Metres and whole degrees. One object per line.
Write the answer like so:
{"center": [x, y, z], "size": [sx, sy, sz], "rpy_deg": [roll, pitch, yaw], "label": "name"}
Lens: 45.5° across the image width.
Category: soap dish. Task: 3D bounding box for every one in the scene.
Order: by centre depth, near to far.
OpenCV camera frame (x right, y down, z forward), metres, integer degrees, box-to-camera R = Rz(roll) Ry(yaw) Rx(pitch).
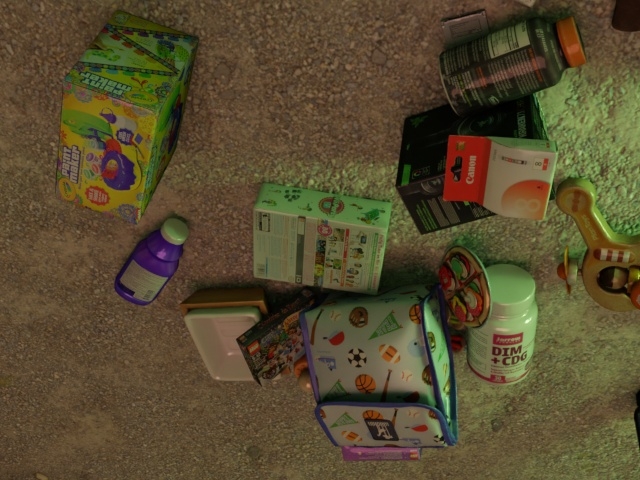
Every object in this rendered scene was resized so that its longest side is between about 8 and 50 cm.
{"center": [-0.218, 0.247, 2.032], "size": [0.229, 0.118, 0.290], "rpy_deg": [-4, 130, 15], "label": "soap dish"}

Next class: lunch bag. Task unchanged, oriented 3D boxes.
{"center": [0.150, 0.320, 1.841], "size": [0.328, 0.239, 0.385], "rpy_deg": [-6, 100, 23], "label": "lunch bag"}

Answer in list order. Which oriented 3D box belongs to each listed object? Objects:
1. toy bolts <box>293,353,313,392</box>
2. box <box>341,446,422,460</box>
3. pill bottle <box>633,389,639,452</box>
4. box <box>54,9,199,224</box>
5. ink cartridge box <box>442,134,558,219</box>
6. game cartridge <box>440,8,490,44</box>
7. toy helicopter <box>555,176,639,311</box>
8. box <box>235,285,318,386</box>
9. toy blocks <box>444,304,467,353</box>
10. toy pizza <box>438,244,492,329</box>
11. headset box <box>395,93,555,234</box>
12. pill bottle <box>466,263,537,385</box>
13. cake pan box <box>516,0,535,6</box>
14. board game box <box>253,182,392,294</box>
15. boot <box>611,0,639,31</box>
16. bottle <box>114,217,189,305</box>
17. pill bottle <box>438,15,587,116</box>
{"center": [0.036, 0.391, 2.081], "size": [0.229, 0.158, 0.218], "rpy_deg": [10, 133, 3], "label": "toy bolts"}
{"center": [0.184, 0.484, 2.047], "size": [0.201, 0.293, 0.057], "rpy_deg": [-5, 108, 17], "label": "box"}
{"center": [0.873, 0.486, 1.953], "size": [0.123, 0.219, 0.122], "rpy_deg": [6, 133, 7], "label": "pill bottle"}
{"center": [-0.384, -0.243, 1.511], "size": [0.177, 0.279, 0.289], "rpy_deg": [19, 133, -5], "label": "box"}
{"center": [0.306, -0.109, 1.316], "size": [0.180, 0.045, 0.145], "rpy_deg": [3, 130, 6], "label": "ink cartridge box"}
{"center": [0.270, -0.393, 1.417], "size": [0.083, 0.017, 0.056], "rpy_deg": [-9, 126, 19], "label": "game cartridge"}
{"center": [0.603, 0.016, 1.671], "size": [0.235, 0.140, 0.355], "rpy_deg": [-20, 115, 38], "label": "toy helicopter"}
{"center": [-0.091, 0.245, 1.947], "size": [0.044, 0.233, 0.159], "rpy_deg": [33, 150, 43], "label": "box"}
{"center": [0.349, 0.231, 1.940], "size": [0.148, 0.054, 0.123], "rpy_deg": [17, 117, -28], "label": "toy blocks"}
{"center": [0.325, 0.109, 1.751], "size": [0.032, 0.201, 0.201], "rpy_deg": [-13, 137, -21], "label": "toy pizza"}
{"center": [0.288, -0.161, 1.469], "size": [0.283, 0.246, 0.131], "rpy_deg": [-16, 126, 25], "label": "headset box"}
{"center": [0.433, 0.202, 1.825], "size": [0.161, 0.160, 0.283], "rpy_deg": [1, 132, 11], "label": "pill bottle"}
{"center": [0.297, -0.541, 1.243], "size": [0.246, 0.070, 0.266], "rpy_deg": [23, 133, -6], "label": "cake pan box"}
{"center": [0.000, 0.000, 1.777], "size": [0.304, 0.097, 0.224], "rpy_deg": [10, 134, 5], "label": "board game box"}
{"center": [0.611, -0.455, 1.264], "size": [0.249, 0.090, 0.206], "rpy_deg": [-6, 142, 15], "label": "boot"}
{"center": [-0.418, 0.052, 1.912], "size": [0.118, 0.092, 0.283], "rpy_deg": [29, 131, -15], "label": "bottle"}
{"center": [0.350, -0.322, 1.386], "size": [0.246, 0.130, 0.130], "rpy_deg": [-16, 127, 25], "label": "pill bottle"}
